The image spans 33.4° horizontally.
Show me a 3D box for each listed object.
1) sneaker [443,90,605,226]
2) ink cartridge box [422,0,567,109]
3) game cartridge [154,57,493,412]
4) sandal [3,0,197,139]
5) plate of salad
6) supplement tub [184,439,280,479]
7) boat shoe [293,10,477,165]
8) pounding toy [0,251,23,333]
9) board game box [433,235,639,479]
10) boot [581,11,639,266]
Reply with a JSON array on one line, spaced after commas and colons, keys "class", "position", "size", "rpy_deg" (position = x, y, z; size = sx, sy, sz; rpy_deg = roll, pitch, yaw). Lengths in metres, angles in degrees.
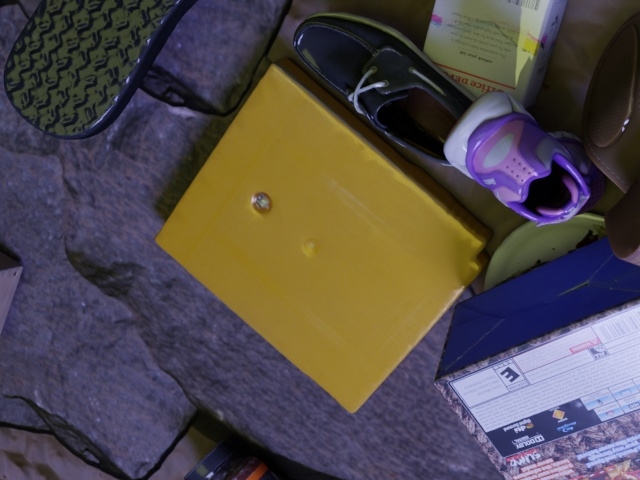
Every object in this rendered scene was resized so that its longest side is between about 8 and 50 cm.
[{"class": "sneaker", "position": [0.213, -0.054, 1.000], "size": [0.095, 0.236, 0.104], "rpy_deg": [-53, 54, 15]}, {"class": "ink cartridge box", "position": [0.170, -0.203, 1.060], "size": [0.115, 0.067, 0.198], "rpy_deg": [23, 115, 20]}, {"class": "game cartridge", "position": [0.000, 0.000, 1.222], "size": [0.323, 0.052, 0.285], "rpy_deg": [41, 119, 4]}, {"class": "sandal", "position": [-0.170, -0.303, 1.129], "size": [0.167, 0.107, 0.446], "rpy_deg": [43, 101, -1]}, {"class": "plate of salad", "position": [0.267, 0.068, 1.122], "size": [0.199, 0.048, 0.200], "rpy_deg": [8, 110, 22]}, {"class": "supplement tub", "position": [-0.081, 0.346, 1.340], "size": [0.198, 0.106, 0.106], "rpy_deg": [45, 119, 4]}, {"class": "boat shoe", "position": [0.065, -0.151, 1.048], "size": [0.233, 0.079, 0.084], "rpy_deg": [36, 125, 13]}, {"class": "pounding toy", "position": [-0.493, 0.017, 1.427], "size": [0.181, 0.094, 0.206], "rpy_deg": [29, 108, 18]}, {"class": "board game box", "position": [0.294, 0.165, 1.053], "size": [0.232, 0.141, 0.291], "rpy_deg": [-27, 109, 29]}, {"class": "boot", "position": [0.367, -0.073, 0.981], "size": [0.220, 0.284, 0.109], "rpy_deg": [14, 140, -17]}]
